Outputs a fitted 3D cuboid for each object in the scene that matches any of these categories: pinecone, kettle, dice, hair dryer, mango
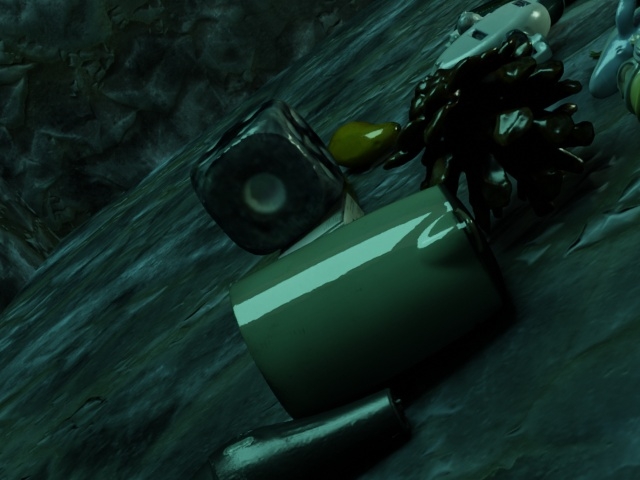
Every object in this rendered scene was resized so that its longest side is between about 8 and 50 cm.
[{"bbox_3d":[0.197,-0.117,1.145,0.229,0.201,0.202,-41,11,-16],"label":"pinecone"},{"bbox_3d":[0.059,0.060,1.064,0.255,0.165,0.240,-31,-13,5],"label":"kettle"},{"bbox_3d":[-0.082,-0.099,1.581,0.182,0.181,0.183,-35,15,14],"label":"dice"},{"bbox_3d":[-0.013,0.256,0.898,0.235,0.091,0.272,-27,30,9],"label":"hair dryer"},{"bbox_3d":[0.071,-0.172,1.817,0.098,0.075,0.190,-52,25,-19],"label":"mango"}]

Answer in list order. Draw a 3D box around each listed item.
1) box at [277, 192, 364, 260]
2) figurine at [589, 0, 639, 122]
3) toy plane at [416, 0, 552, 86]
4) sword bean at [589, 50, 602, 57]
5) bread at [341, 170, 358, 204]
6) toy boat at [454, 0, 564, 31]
[{"bbox_3d":[0.000,0.000,1.551,0.129,0.051,0.130,-36,15,17],"label":"box"},{"bbox_3d":[0.384,-0.199,1.073,0.208,0.128,0.184,-21,45,21],"label":"figurine"},{"bbox_3d":[0.265,-0.283,1.613,0.244,0.117,0.245,-24,34,18],"label":"toy plane"},{"bbox_3d":[0.396,-0.259,1.419,0.012,0.012,0.083,-41,15,-1],"label":"sword bean"},{"bbox_3d":[0.011,-0.082,1.751,0.088,0.049,0.226,-39,15,8],"label":"bread"},{"bbox_3d":[0.330,-0.381,1.751,0.103,0.093,0.246,-55,20,-22],"label":"toy boat"}]
